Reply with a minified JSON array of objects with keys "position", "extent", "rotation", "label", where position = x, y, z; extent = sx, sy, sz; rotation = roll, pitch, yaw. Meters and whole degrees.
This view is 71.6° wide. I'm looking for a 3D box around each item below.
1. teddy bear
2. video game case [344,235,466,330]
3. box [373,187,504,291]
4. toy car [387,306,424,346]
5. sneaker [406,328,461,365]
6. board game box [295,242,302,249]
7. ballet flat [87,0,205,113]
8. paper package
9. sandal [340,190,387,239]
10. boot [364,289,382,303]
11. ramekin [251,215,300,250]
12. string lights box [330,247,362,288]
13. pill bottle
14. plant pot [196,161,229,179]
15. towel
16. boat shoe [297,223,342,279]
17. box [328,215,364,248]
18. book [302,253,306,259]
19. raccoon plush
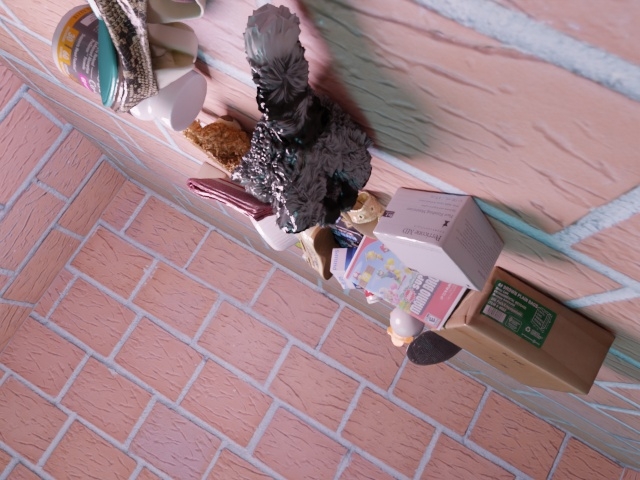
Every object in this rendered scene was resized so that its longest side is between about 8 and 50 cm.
[{"position":[-0.243,-0.247,1.192],"extent":[0.245,0.113,0.338],"rotation":[34,177,16],"label":"teddy bear"},{"position":[0.226,0.079,1.135],"extent":[0.285,0.204,0.025],"rotation":[29,-157,10],"label":"video game case"},{"position":[0.241,-0.004,0.908],"extent":[0.181,0.119,0.182],"rotation":[16,161,50],"label":"box"},{"position":[0.283,0.231,1.473],"extent":[0.210,0.238,0.219],"rotation":[20,164,42],"label":"toy car"},{"position":[0.413,0.298,1.426],"extent":[0.124,0.295,0.178],"rotation":[62,-171,14],"label":"sneaker"},{"position":[-0.133,-0.052,1.811],"extent":[0.208,0.056,0.347],"rotation":[25,167,10],"label":"board game box"},{"position":[-0.263,-0.335,0.658],"extent":[0.181,0.164,0.483],"rotation":[-9,168,-20],"label":"ballet flat"},{"position":[0.495,0.234,1.141],"extent":[0.324,0.168,0.309],"rotation":[31,167,4],"label":"paper package"},{"position":[0.090,-0.080,1.044],"extent":[0.240,0.088,0.079],"rotation":[35,175,8],"label":"sandal"},{"position":[0.201,0.114,1.612],"extent":[0.244,0.088,0.176],"rotation":[-15,-94,-68],"label":"boot"},{"position":[-0.140,-0.064,1.419],"extent":[0.207,0.109,0.207],"rotation":[54,-174,-8],"label":"ramekin"},{"position":[0.172,0.079,1.245],"extent":[0.259,0.077,0.133],"rotation":[-3,151,20],"label":"string lights box"},{"position":[-0.392,-0.354,0.931],"extent":[0.278,0.162,0.162],"rotation":[30,168,3],"label":"pill bottle"},{"position":[-0.400,-0.216,1.673],"extent":[0.096,0.109,0.109],"rotation":[15,165,13],"label":"plant pot"},{"position":[-0.127,-0.111,1.096],"extent":[0.237,0.037,0.329],"rotation":[25,-160,32],"label":"towel"},{"position":[-0.001,0.025,1.357],"extent":[0.089,0.105,0.285],"rotation":[31,158,27],"label":"boat shoe"},{"position":[0.075,-0.017,1.373],"extent":[0.295,0.073,0.293],"rotation":[21,163,37],"label":"box"},{"position":[0.014,0.062,1.790],"extent":[0.144,0.096,0.035],"rotation":[28,167,19],"label":"book"},{"position":[-0.075,-0.224,0.817],"extent":[0.299,0.216,0.447],"rotation":[37,148,38],"label":"raccoon plush"}]
